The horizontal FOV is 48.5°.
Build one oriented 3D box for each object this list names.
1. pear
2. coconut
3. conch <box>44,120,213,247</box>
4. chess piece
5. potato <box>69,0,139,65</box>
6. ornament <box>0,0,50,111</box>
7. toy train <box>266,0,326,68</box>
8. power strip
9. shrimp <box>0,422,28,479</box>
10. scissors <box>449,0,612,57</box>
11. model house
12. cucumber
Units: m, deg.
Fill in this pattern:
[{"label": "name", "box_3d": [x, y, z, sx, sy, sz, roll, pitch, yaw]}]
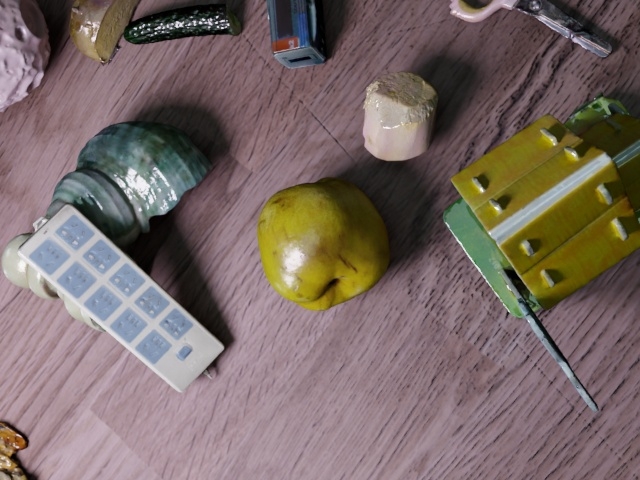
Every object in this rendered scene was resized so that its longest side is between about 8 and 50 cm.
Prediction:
[{"label": "pear", "box_3d": [0.000, 0.000, 1.047, 0.200, 0.200, 0.199, -1, 86, 16]}, {"label": "coconut", "box_3d": [0.117, -0.178, 1.061, 0.116, 0.122, 0.116, 0, 48, 0]}, {"label": "conch", "box_3d": [-0.323, -0.084, 1.153, 0.277, 0.195, 0.220, -29, 45, -29]}, {"label": "chess piece", "box_3d": [-0.433, 0.055, 1.203, 0.243, 0.133, 0.133, 18, 91, 23]}, {"label": "potato", "box_3d": [-0.386, -0.407, 1.233, 0.101, 0.089, 0.172, 34, 97, 18]}, {"label": "ornament", "box_3d": [-0.583, -0.344, 1.198, 0.225, 0.259, 0.259, -14, 82, 11]}, {"label": "toy train", "box_3d": [-0.052, -0.488, 1.145, 0.089, 0.086, 0.409, -7, 84, 17]}, {"label": "power strip", "box_3d": [-0.294, 0.097, 1.095, 0.106, 0.043, 0.367, -47, 110, -8]}, {"label": "shrimp", "box_3d": [-0.521, 0.419, 1.225, 0.262, 0.066, 0.117, 32, 95, 14]}, {"label": "scissors", "box_3d": [0.302, -0.369, 1.066, 0.318, 0.024, 0.160, 39, 97, 15]}, {"label": "model house", "box_3d": [0.343, -0.004, 0.873, 0.300, 0.324, 0.340, -36, 77, 11]}, {"label": "cucumber", "box_3d": [-0.243, -0.366, 1.211, 0.215, 0.052, 0.058, -1, 114, 18]}]
